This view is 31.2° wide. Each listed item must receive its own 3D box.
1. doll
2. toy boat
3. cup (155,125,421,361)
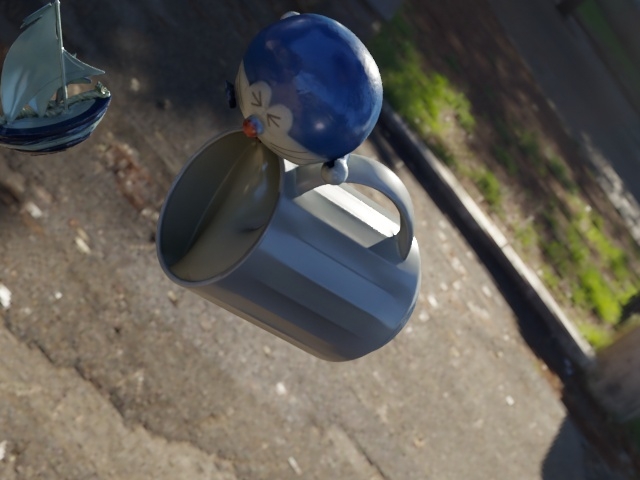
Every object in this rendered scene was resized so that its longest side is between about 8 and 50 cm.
[{"bbox_3d":[-0.013,-0.165,1.290,0.215,0.161,0.257,65,5,5],"label":"doll"},{"bbox_3d":[-0.429,-0.259,1.880,0.210,0.291,0.070,-3,41,-42],"label":"toy boat"},{"bbox_3d":[0.000,0.000,1.566,0.327,0.323,0.236,31,45,-40],"label":"cup"}]
